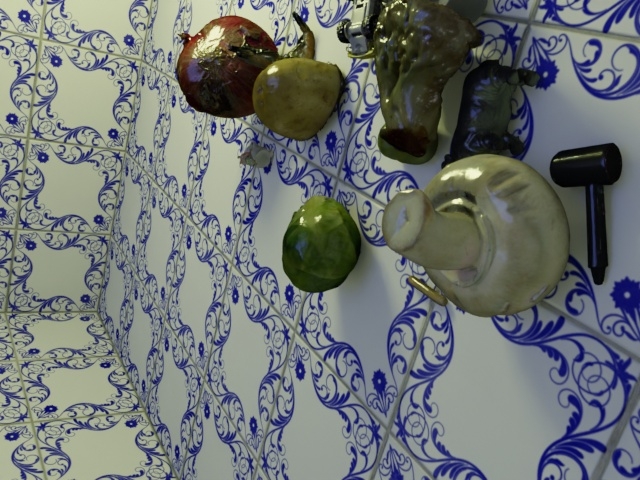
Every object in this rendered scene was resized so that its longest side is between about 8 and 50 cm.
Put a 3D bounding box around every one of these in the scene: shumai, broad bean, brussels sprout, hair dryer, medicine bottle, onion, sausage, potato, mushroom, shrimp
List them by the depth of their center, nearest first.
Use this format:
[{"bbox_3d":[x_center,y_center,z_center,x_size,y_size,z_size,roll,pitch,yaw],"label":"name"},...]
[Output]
[{"bbox_3d":[0.481,-0.045,1.150,0.114,0.070,0.248,0,95,55],"label":"hair dryer"},{"bbox_3d":[0.296,-0.031,1.215,0.315,0.356,0.315,-42,18,17],"label":"mushroom"},{"bbox_3d":[0.187,-0.350,1.388,0.283,0.217,0.346,-64,14,5],"label":"shumai"},{"bbox_3d":[0.272,-0.595,1.436,0.131,0.131,0.250,-52,48,40],"label":"medicine bottle"},{"bbox_3d":[0.248,0.116,1.498,0.132,0.024,0.024,37,117,50],"label":"sausage"},{"bbox_3d":[0.212,-0.245,1.547,0.174,0.082,0.124,10,95,46],"label":"broad bean"},{"bbox_3d":[0.000,0.000,1.723,0.219,0.210,0.271,102,168,-51],"label":"brussels sprout"},{"bbox_3d":[-0.087,-0.422,1.870,0.285,0.242,0.242,-18,72,53],"label":"potato"},{"bbox_3d":[-0.142,-0.617,1.968,0.051,0.262,0.198,-161,84,-85],"label":"shrimp"},{"bbox_3d":[-0.307,-0.572,2.112,0.353,0.353,0.354,-8,80,55],"label":"onion"}]

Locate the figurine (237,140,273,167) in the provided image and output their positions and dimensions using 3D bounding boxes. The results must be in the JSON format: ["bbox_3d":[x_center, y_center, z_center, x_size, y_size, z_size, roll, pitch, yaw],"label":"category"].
[{"bbox_3d":[-0.236,-0.300,2.188,0.146,0.098,0.081,33,126,51],"label":"figurine"}]

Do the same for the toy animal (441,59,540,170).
[{"bbox_3d":[0.330,-0.205,1.341,0.168,0.106,0.343,48,129,46],"label":"toy animal"}]

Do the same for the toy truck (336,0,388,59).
[{"bbox_3d":[0.125,-0.619,1.675,0.136,0.111,0.286,9,92,46],"label":"toy truck"}]
